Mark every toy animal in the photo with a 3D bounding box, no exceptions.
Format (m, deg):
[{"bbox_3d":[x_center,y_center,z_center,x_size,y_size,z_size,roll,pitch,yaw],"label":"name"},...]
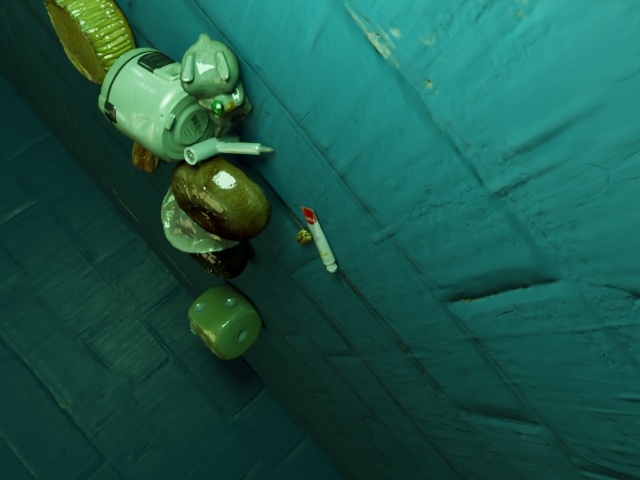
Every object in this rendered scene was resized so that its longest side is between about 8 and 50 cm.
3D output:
[{"bbox_3d":[-0.208,-0.305,1.096,0.125,0.127,0.251,26,165,12],"label":"toy animal"}]

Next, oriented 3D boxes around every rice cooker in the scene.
[{"bbox_3d":[-0.373,-0.321,1.203,0.244,0.226,0.226,33,153,21],"label":"rice cooker"}]

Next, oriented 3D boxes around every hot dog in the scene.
[{"bbox_3d":[-0.606,-0.315,1.814,0.102,0.076,0.249,24,153,-12],"label":"hot dog"},{"bbox_3d":[-0.046,-0.006,1.356,0.037,0.021,0.083,48,159,1],"label":"hot dog"}]

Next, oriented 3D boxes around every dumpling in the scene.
[{"bbox_3d":[-0.376,-0.066,1.602,0.243,0.226,0.175,21,160,42],"label":"dumpling"}]

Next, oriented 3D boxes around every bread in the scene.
[{"bbox_3d":[-0.596,-0.549,1.359,0.227,0.142,0.253,43,154,17],"label":"bread"}]

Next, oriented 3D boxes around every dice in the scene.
[{"bbox_3d":[-0.437,0.372,2.364,0.250,0.254,0.252,28,148,36],"label":"dice"}]

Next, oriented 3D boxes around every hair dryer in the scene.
[{"bbox_3d":[-0.196,-0.209,1.185,0.183,0.155,0.044,13,123,32],"label":"hair dryer"}]

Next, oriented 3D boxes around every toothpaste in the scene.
[{"bbox_3d":[0.000,0.000,1.275,0.048,0.031,0.190,24,144,52],"label":"toothpaste"}]

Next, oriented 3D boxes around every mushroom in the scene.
[{"bbox_3d":[-0.254,-0.102,1.329,0.297,0.163,0.278,12,160,48],"label":"mushroom"}]

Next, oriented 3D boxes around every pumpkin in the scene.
[{"bbox_3d":[-0.363,0.040,1.814,0.238,0.159,0.238,26,153,14],"label":"pumpkin"}]
